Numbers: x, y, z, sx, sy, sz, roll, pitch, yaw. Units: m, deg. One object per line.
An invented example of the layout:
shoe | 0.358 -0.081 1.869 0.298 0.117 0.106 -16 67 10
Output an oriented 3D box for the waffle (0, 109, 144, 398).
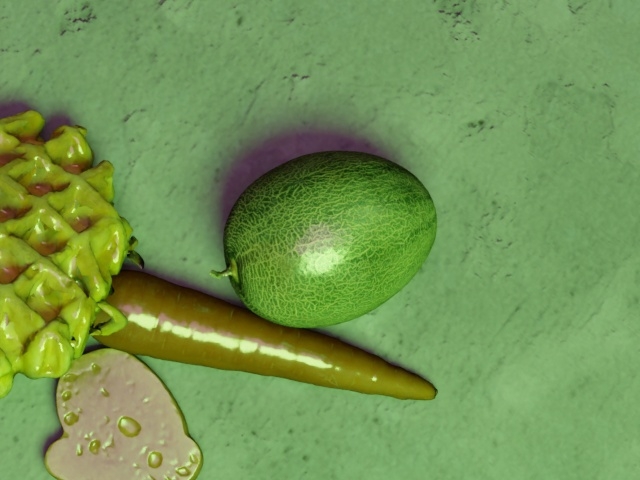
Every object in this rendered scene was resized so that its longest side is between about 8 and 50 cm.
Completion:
waffle | -0.281 -0.002 0.981 0.329 0.062 0.329 12 41 -11

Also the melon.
melon | 0.000 0.000 1.045 0.192 0.139 0.139 -19 84 -17

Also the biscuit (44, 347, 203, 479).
biscuit | -0.170 0.159 1.069 0.118 0.023 0.140 -26 86 -7

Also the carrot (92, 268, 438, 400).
carrot | -0.062 0.085 1.069 0.336 0.069 0.069 17 81 -6
